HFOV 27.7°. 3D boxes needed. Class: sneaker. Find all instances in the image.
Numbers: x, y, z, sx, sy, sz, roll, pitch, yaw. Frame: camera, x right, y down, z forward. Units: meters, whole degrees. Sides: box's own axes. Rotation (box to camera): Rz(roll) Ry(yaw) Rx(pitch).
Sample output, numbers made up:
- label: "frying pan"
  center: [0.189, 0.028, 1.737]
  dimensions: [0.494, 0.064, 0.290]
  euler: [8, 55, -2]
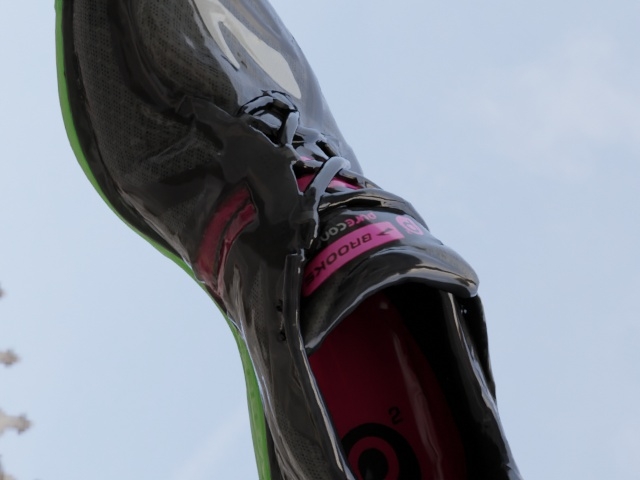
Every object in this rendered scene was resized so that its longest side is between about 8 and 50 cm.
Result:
- label: "sneaker"
  center: [0.000, 0.000, 0.787]
  dimensions: [0.483, 0.185, 0.202]
  euler: [61, -32, 6]
